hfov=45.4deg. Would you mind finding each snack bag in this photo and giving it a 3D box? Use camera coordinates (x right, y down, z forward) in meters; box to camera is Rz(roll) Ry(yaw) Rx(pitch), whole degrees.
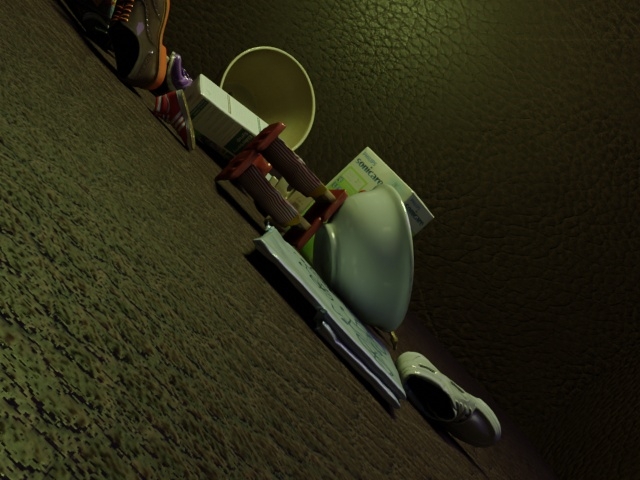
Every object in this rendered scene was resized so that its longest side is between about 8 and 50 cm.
[{"bbox_3d":[0.008,0.112,1.274,0.342,0.037,0.323,47,3,-3],"label":"snack bag"}]

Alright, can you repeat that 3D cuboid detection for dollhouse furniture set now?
[{"bbox_3d":[-0.115,-0.108,1.594,0.201,0.152,0.374,46,-13,-16],"label":"dollhouse furniture set"}]

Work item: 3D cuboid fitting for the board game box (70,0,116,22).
[{"bbox_3d":[-0.441,-0.536,1.561,0.194,0.194,0.060,46,4,20],"label":"board game box"}]

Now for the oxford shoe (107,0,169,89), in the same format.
[{"bbox_3d":[-0.353,-0.429,1.462,0.098,0.097,0.271,-11,96,-66],"label":"oxford shoe"}]

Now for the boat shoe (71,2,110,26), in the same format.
[{"bbox_3d":[-0.488,-0.514,1.683,0.257,0.095,0.095,50,-1,34],"label":"boat shoe"}]

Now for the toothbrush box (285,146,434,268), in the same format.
[{"bbox_3d":[0.083,-0.042,1.777,0.122,0.283,0.206,44,6,-48],"label":"toothbrush box"}]

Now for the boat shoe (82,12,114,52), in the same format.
[{"bbox_3d":[-0.443,-0.416,1.577,0.142,0.049,0.040,41,39,-66],"label":"boat shoe"}]

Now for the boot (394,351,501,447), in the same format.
[{"bbox_3d":[0.242,0.322,1.443,0.258,0.095,0.123,39,11,-5],"label":"boot"}]

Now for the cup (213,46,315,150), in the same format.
[{"bbox_3d":[-0.217,-0.419,2.376,0.331,0.331,0.237,45,-19,-28],"label":"cup"}]

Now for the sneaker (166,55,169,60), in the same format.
[{"bbox_3d":[-0.386,-0.387,1.655,0.083,0.084,0.215,45,-5,-17],"label":"sneaker"}]

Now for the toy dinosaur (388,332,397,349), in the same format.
[{"bbox_3d":[0.134,0.177,1.840,0.183,0.053,0.092,47,5,-5],"label":"toy dinosaur"}]

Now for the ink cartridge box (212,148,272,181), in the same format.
[{"bbox_3d":[-0.194,-0.185,1.915,0.223,0.045,0.224,46,7,-12],"label":"ink cartridge box"}]

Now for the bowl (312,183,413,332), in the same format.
[{"bbox_3d":[0.067,0.035,1.497,0.134,0.297,0.298,0,22,-16],"label":"bowl"}]

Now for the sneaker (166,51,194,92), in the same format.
[{"bbox_3d":[-0.308,-0.358,1.754,0.170,0.071,0.068,79,7,-46],"label":"sneaker"}]

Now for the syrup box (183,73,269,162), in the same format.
[{"bbox_3d":[-0.210,-0.258,1.737,0.237,0.093,0.096,35,27,-33],"label":"syrup box"}]

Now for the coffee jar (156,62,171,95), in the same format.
[{"bbox_3d":[-0.341,-0.364,1.859,0.096,0.079,0.184,49,5,39],"label":"coffee jar"}]

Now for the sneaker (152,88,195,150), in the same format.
[{"bbox_3d":[-0.285,-0.227,1.483,0.042,0.067,0.118,-115,-168,-84],"label":"sneaker"}]
